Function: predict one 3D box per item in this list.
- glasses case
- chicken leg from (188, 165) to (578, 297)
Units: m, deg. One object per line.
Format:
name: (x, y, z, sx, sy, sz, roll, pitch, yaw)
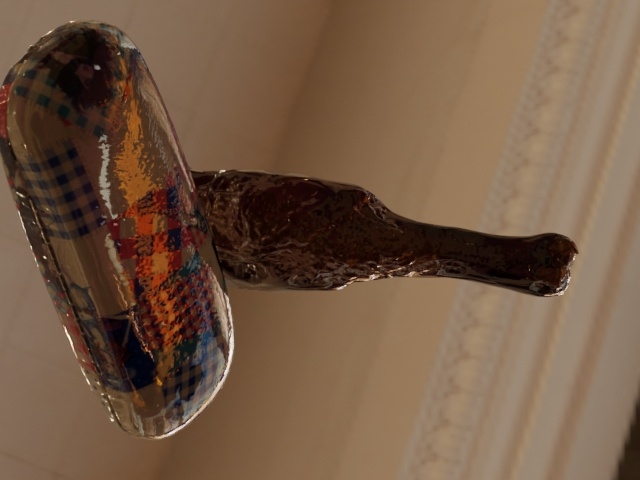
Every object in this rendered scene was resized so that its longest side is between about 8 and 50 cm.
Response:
glasses case: (-0.140, 0.000, 1.308, 0.125, 0.076, 0.327, -43, -49, -35)
chicken leg: (0.000, 0.000, 1.479, 0.158, 0.407, 0.096, 18, -101, -69)
